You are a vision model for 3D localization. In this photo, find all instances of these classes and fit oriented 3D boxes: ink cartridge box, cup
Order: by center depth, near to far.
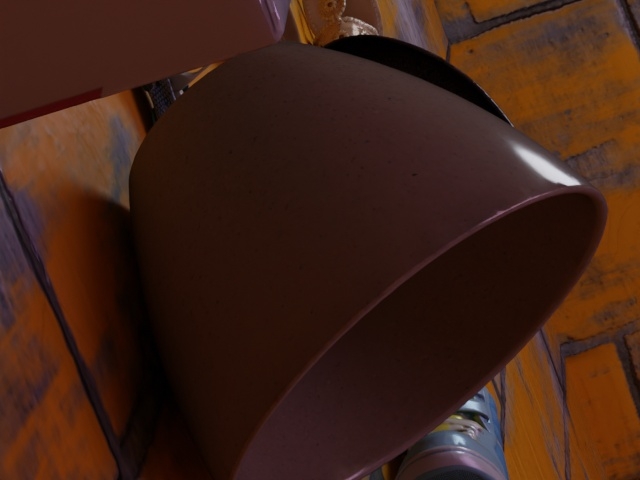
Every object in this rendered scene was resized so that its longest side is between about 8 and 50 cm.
[{"bbox_3d":[-0.133,-0.187,1.129,0.306,0.226,0.131,-86,157,-64],"label":"ink cartridge box"},{"bbox_3d":[0.000,0.000,1.364,0.237,0.331,0.331,49,3,21],"label":"cup"}]

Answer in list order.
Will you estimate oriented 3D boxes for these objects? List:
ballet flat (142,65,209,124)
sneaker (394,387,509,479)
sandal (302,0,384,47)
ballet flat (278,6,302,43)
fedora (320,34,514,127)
[{"bbox_3d":[-0.109,-0.118,1.530,0.070,0.070,0.188,-75,145,-69],"label":"ballet flat"},{"bbox_3d":[0.121,0.206,1.954,0.319,0.127,0.208,70,9,-63],"label":"sneaker"},{"bbox_3d":[0.040,-0.222,2.309,0.079,0.088,0.240,-94,167,-69],"label":"sandal"},{"bbox_3d":[-0.055,-0.182,1.861,0.073,0.080,0.232,-53,132,-31],"label":"ballet flat"},{"bbox_3d":[0.049,-0.015,1.761,0.152,0.334,0.334,-30,104,-44],"label":"fedora"}]
